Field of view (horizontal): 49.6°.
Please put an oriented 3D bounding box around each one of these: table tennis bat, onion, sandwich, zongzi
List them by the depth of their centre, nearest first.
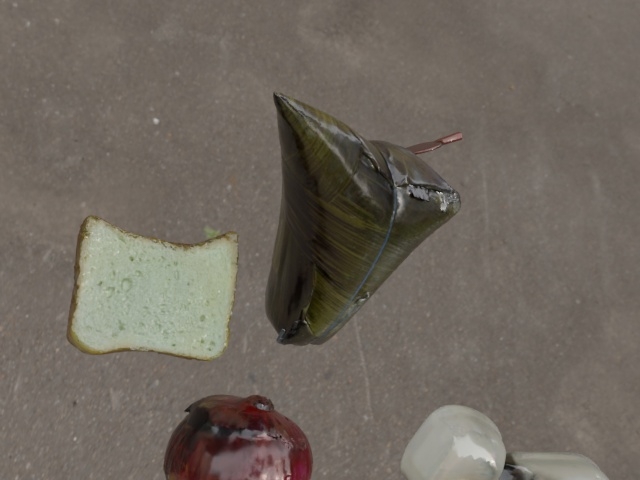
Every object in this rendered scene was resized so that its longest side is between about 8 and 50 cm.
[{"bbox_3d":[-0.223,0.067,0.931,0.214,0.065,0.186,10,78,-22],"label":"sandwich"},{"bbox_3d":[-0.034,-0.014,1.106,0.432,0.403,0.208,20,25,-49],"label":"zongzi"},{"bbox_3d":[-0.130,0.344,1.127,0.246,0.190,0.246,17,3,-1],"label":"onion"},{"bbox_3d":[0.238,-0.207,1.502,0.154,0.098,0.019,-19,104,-16],"label":"table tennis bat"}]

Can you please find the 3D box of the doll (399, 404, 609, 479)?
[{"bbox_3d":[0.207,0.277,0.494,0.348,0.161,0.423,-3,23,-36],"label":"doll"}]
